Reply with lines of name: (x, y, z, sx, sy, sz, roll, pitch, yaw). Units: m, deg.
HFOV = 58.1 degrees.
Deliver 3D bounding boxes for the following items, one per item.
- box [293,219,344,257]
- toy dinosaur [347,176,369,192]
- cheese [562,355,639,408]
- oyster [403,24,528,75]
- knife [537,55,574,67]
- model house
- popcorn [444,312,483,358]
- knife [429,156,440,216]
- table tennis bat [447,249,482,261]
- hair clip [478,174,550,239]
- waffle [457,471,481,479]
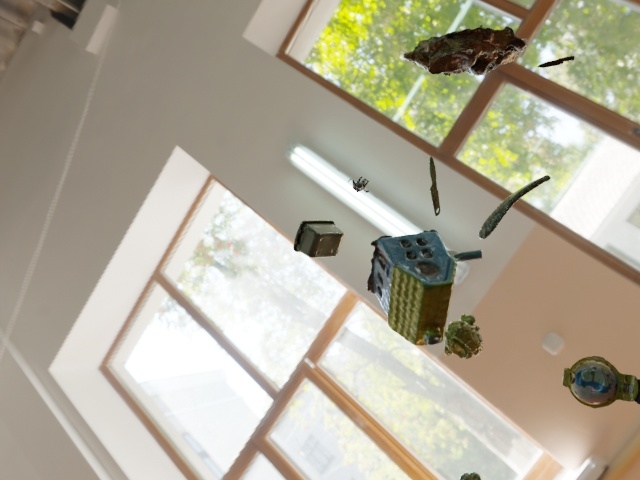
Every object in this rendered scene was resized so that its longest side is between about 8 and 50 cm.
box: (0.000, 0.000, 2.029, 0.172, 0.092, 0.124, -4, -61, -45)
toy dinosaur: (0.195, -0.273, 2.828, 0.197, 0.045, 0.080, 18, -71, -54)
cheese: (0.866, 0.433, 1.737, 0.064, 0.249, 0.157, 29, -111, -64)
oyster: (0.445, -0.573, 1.774, 0.360, 0.096, 0.221, 1, -24, -17)
knife: (0.827, -0.625, 2.020, 0.170, 0.023, 0.010, -17, -1, -19)
model house: (0.288, 0.145, 1.681, 0.215, 0.303, 0.237, -8, -55, -13)
popcorn: (0.485, 0.331, 1.950, 0.162, 0.141, 0.135, -45, -28, -5)
knife: (0.527, -0.249, 2.682, 0.043, 0.020, 0.293, -18, -66, -12)
table tennis bat: (0.499, 0.072, 2.381, 0.215, 0.328, 0.044, -49, -48, -70)
hair clip: (0.481, -0.089, 1.456, 0.229, 0.036, 0.066, -45, 6, 16)
waffle: (0.352, 0.770, 1.522, 0.309, 0.056, 0.292, 5, -83, -53)
